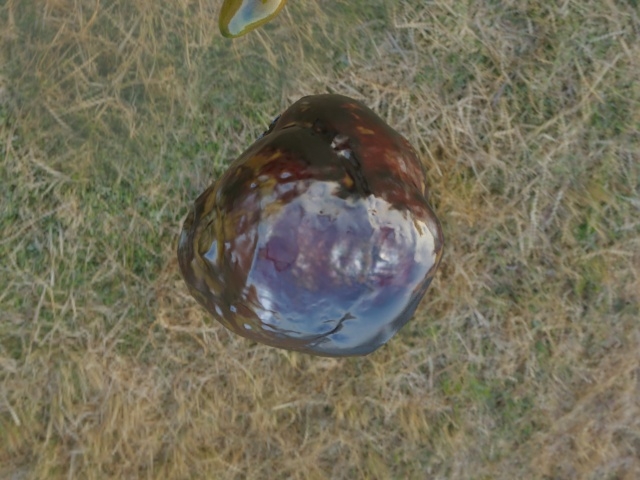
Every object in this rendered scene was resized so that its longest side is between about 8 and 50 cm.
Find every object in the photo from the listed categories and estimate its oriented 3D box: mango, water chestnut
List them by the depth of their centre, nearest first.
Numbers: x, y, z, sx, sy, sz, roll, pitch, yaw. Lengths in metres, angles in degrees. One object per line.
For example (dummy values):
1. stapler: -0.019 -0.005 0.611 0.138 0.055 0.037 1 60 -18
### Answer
1. water chestnut: 0.000 0.000 0.774 0.289 0.289 0.244 -42 98 12
2. mango: -0.129 -0.453 1.420 0.163 0.111 0.089 -20 143 33
